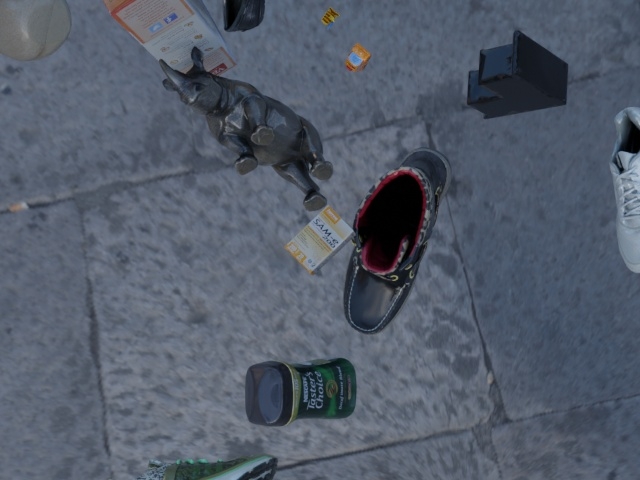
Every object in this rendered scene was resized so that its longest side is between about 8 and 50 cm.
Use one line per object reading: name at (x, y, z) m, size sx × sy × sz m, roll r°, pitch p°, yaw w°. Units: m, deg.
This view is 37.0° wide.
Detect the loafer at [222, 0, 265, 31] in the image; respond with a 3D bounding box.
loafer at (-0.141, -0.464, 1.692) m, size 0.078 × 0.223 × 0.076 m, roll -30°, pitch 58°, yaw -27°

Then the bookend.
bookend at (0.291, -0.262, 1.539) m, size 0.157 × 0.156 × 0.072 m, roll -6°, pitch 74°, yaw 44°

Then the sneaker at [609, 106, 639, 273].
sneaker at (0.540, -0.089, 1.634) m, size 0.110 × 0.118 × 0.292 m, roll -8°, pitch 74°, yaw 42°

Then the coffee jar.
coffee jar at (-0.030, 0.223, 1.412) m, size 0.079 × 0.184 × 0.096 m, roll -3°, pitch 85°, yaw 41°

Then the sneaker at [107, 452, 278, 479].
sneaker at (-0.247, 0.461, 1.833) m, size 0.182 × 0.410 × 0.158 m, roll 34°, pitch 112°, yaw 32°

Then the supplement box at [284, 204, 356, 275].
supplement box at (0.000, 0.000, 1.530) m, size 0.098 × 0.036 × 0.062 m, roll -45°, pitch 77°, yaw 0°

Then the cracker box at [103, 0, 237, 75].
cracker box at (-0.175, -0.260, 0.963) m, size 0.067 × 0.232 × 0.155 m, roll -31°, pitch 77°, yaw 5°

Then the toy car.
toy car at (0.035, -0.336, 1.639) m, size 0.122 × 0.060 × 0.040 m, roll 46°, pitch 70°, yaw -15°

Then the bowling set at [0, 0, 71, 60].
bowling set at (-0.242, -0.275, 0.614) m, size 0.154 × 0.200 × 0.286 m, roll 19°, pitch 90°, yaw 46°

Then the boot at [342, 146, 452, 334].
boot at (0.118, 0.017, 1.703) m, size 0.138 × 0.284 × 0.377 m, roll 27°, pitch 102°, yaw 8°

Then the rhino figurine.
rhino figurine at (-0.079, -0.124, 0.997) m, size 0.073 × 0.243 × 0.106 m, roll -42°, pitch 45°, yaw 19°
